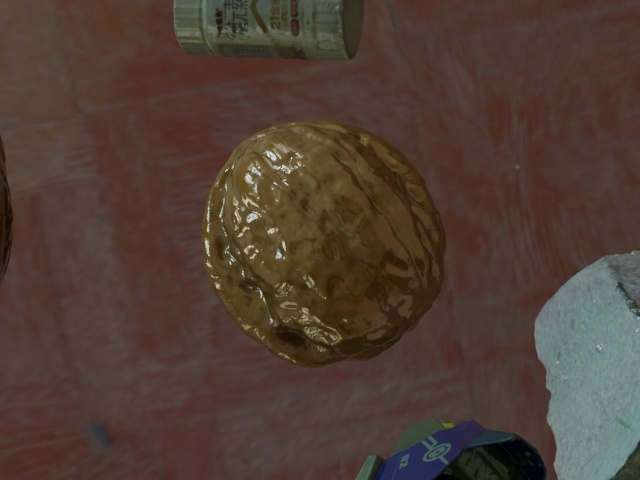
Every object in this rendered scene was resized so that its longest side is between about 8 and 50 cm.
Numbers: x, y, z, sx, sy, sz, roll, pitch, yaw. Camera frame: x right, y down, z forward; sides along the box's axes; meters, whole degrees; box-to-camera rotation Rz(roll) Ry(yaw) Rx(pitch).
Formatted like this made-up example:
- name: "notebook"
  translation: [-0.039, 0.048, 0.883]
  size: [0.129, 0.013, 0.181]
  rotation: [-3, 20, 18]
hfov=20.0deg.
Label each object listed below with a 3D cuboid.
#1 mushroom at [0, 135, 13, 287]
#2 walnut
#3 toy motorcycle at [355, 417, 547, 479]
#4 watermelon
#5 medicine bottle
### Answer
- name: "mushroom"
  translation: [-0.282, -0.026, 0.916]
  size: [0.263, 0.195, 0.283]
  rotation: [23, 117, -3]
- name: "walnut"
  translation: [0.000, 0.000, 1.818]
  size: [0.257, 0.224, 0.257]
  rotation: [1, 75, -3]
- name: "toy motorcycle"
  translation: [0.130, 0.294, 1.886]
  size: [0.200, 0.326, 0.191]
  rotation: [-26, 116, 36]
- name: "watermelon"
  translation: [0.302, 0.111, 1.578]
  size: [0.258, 0.387, 0.228]
  rotation: [33, 136, 32]
- name: "medicine bottle"
  translation: [-0.024, -0.110, 0.867]
  size: [0.083, 0.047, 0.047]
  rotation: [4, 93, 15]
